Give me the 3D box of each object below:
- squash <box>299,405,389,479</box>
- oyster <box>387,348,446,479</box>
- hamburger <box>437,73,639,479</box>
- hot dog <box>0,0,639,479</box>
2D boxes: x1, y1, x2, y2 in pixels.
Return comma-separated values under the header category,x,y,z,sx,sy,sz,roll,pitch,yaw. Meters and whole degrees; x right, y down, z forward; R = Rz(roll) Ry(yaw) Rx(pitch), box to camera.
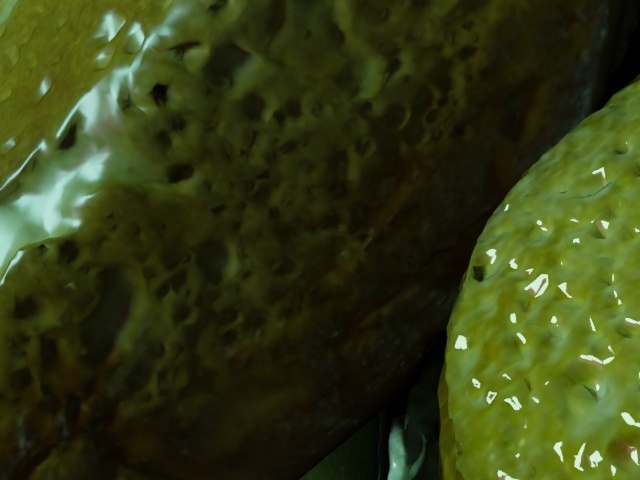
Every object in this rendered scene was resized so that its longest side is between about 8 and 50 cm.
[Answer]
category,x,y,z,sx,sy,sz,roll,pitch,yaw
squash,0.000,0.000,0.816,0.094,0.094,0.340,27,119,53
oyster,0.068,0.150,0.654,0.083,0.214,0.222,1,85,20
hamburger,0.193,0.031,0.377,0.314,0.170,0.289,-34,49,12
hot dog,-0.019,-0.043,0.633,0.405,0.223,0.185,-51,36,6
